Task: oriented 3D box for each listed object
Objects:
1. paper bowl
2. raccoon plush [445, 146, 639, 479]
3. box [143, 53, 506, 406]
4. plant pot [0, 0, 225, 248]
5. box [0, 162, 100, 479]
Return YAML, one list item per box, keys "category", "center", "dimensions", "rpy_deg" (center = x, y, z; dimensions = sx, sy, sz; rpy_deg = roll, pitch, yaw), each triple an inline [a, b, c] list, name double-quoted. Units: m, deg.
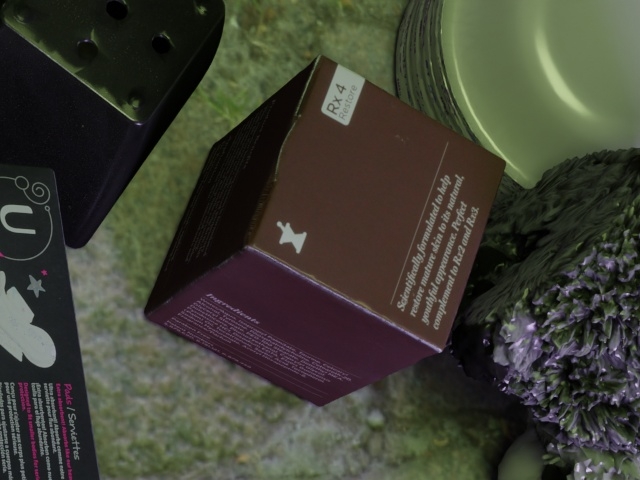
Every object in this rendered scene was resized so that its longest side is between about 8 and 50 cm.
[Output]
- category: "paper bowl"
  center: [0.218, -0.147, 1.595]
  dimensions: [0.284, 0.148, 0.284]
  rpy_deg: [8, 72, -24]
- category: "raccoon plush"
  center: [0.297, 0.079, 1.412]
  dimensions: [0.299, 0.446, 0.216]
  rpy_deg: [49, 38, -17]
- category: "box"
  center: [0.000, 0.000, 1.404]
  dimensions: [0.167, 0.203, 0.168]
  rpy_deg: [29, 64, -16]
- category: "plant pot"
  center: [-0.177, -0.139, 1.381]
  dimensions: [0.188, 0.167, 0.187]
  rpy_deg: [38, 61, -10]
- category: "box"
  center: [-0.253, 0.089, 1.252]
  dimensions: [0.142, 0.163, 0.247]
  rpy_deg: [5, 65, -36]
